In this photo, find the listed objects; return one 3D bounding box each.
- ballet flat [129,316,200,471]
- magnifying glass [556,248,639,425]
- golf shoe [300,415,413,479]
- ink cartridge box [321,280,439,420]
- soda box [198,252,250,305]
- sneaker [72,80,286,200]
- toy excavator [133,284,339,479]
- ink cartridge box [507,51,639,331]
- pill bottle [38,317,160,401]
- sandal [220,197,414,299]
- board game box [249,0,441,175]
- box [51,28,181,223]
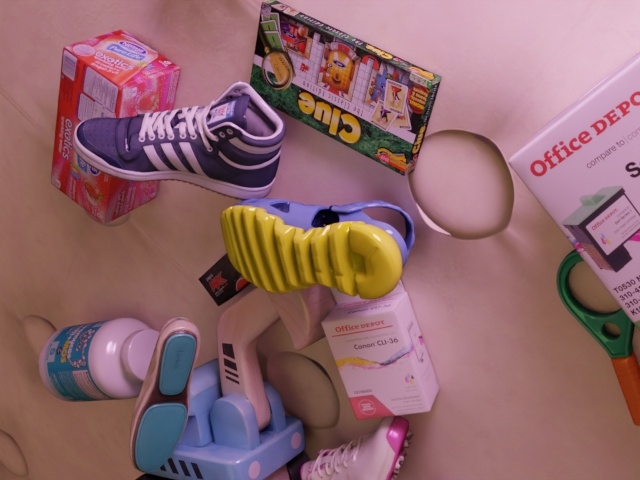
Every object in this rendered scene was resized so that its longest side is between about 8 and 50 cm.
[{"bbox_3d":[-0.239,0.228,1.303,0.086,0.086,0.249,26,104,26],"label":"ballet flat"},{"bbox_3d":[0.346,0.113,1.009,0.092,0.026,0.231,-14,105,42],"label":"magnifying glass"},{"bbox_3d":[0.041,0.363,1.314,0.140,0.115,0.306,27,128,7],"label":"golf shoe"},{"bbox_3d":[0.078,0.144,1.194,0.115,0.067,0.198,-14,105,26],"label":"ink cartridge box"},{"bbox_3d":[-0.117,0.035,1.316,0.060,0.053,0.169,53,135,3],"label":"soda box"},{"bbox_3d":[-0.183,-0.148,1.150,0.282,0.099,0.153,11,144,-13],"label":"sneaker"},{"bbox_3d":[-0.143,0.252,1.369,0.432,0.222,0.445,-2,104,38],"label":"toy excavator"},{"bbox_3d":[0.356,-0.042,0.851,0.278,0.117,0.201,52,134,4],"label":"ink cartridge box"},{"bbox_3d":[-0.390,0.219,1.571,0.264,0.146,0.146,-12,106,41],"label":"pill bottle"},{"bbox_3d":[0.000,0.000,1.147,0.317,0.138,0.126,11,119,36],"label":"sandal"},{"bbox_3d":[0.022,-0.197,1.095,0.259,0.030,0.136,30,131,23],"label":"board game box"},{"bbox_3d":[-0.317,-0.172,1.312,0.128,0.122,0.257,35,131,19],"label":"box"}]
